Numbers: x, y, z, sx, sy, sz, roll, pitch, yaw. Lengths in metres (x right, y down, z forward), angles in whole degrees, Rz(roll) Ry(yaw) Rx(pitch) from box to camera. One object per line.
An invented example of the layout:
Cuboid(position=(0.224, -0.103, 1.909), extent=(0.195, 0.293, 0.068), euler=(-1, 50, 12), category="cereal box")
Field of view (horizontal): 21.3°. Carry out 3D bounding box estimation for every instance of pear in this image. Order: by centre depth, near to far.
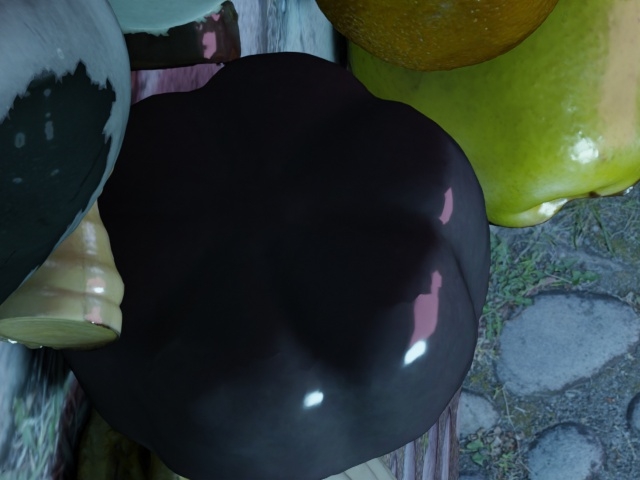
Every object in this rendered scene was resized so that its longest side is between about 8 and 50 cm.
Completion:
Cuboid(position=(0.174, -0.222, 1.629), extent=(0.191, 0.340, 0.386), euler=(46, 22, -65), category="pear")

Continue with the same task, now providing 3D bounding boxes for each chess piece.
Cuboid(position=(-0.125, -0.012, 0.827), extent=(0.066, 0.066, 0.122), euler=(63, 26, -70), category="chess piece")

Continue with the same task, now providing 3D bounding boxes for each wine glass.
Cuboid(position=(-0.121, -0.077, 0.617), extent=(0.321, 0.143, 0.143), euler=(-68, 159, -54), category="wine glass")

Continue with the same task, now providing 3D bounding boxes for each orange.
Cuboid(position=(0.097, -0.278, 1.424), extent=(0.264, 0.264, 0.264), euler=(4, 90, -80), category="orange")

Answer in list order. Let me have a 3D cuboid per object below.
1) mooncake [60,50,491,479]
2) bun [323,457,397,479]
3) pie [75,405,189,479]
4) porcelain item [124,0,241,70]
Cuboid(position=(-0.025, 0.013, 0.915), extent=(0.133, 0.245, 0.245), euler=(75, 22, -56), category="mooncake")
Cuboid(position=(0.012, 0.263, 1.354), extent=(0.263, 0.175, 0.263), euler=(5, 90, -78), category="bun")
Cuboid(position=(-0.080, 0.173, 0.997), extent=(0.179, 0.084, 0.205), euler=(63, 16, -57), category="pie")
Cuboid(position=(-0.084, -0.207, 0.979), extent=(0.081, 0.069, 0.215), euler=(-31, 120, -72), category="porcelain item")
